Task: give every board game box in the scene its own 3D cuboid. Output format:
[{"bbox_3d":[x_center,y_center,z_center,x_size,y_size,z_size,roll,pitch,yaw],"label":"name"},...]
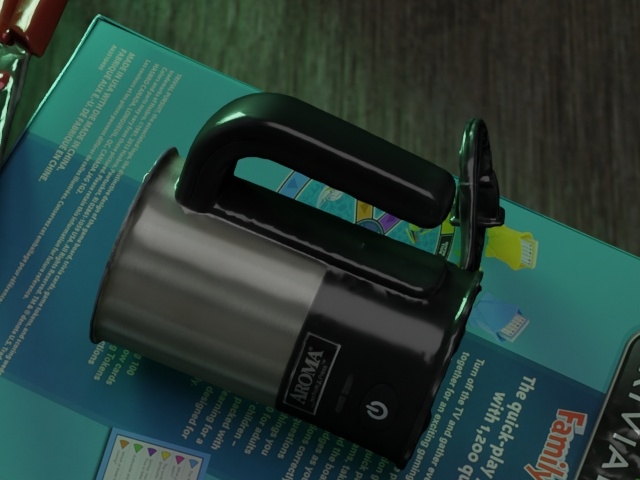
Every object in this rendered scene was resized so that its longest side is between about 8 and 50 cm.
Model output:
[{"bbox_3d":[-0.004,0.080,0.789,0.336,0.079,0.254,25,59,5],"label":"board game box"}]

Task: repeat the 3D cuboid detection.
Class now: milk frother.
[{"bbox_3d":[0.000,0.000,0.745,0.135,0.129,0.143,23,16,4],"label":"milk frother"}]

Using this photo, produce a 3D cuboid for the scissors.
[{"bbox_3d":[-0.148,-0.074,0.834,0.109,0.021,0.297,-11,44,27],"label":"scissors"}]
